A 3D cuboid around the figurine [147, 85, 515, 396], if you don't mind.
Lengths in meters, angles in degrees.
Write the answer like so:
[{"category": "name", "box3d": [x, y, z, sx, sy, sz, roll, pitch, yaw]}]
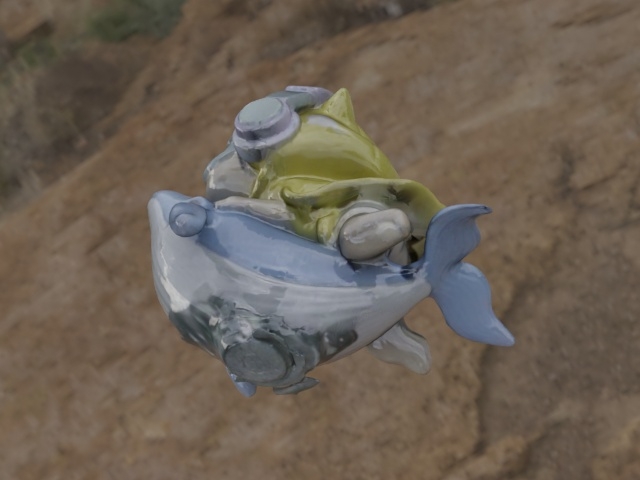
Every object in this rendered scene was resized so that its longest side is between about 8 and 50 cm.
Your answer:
[{"category": "figurine", "box3d": [0.000, 0.000, 0.813, 0.208, 0.128, 0.184, 8, 46, 23]}]
